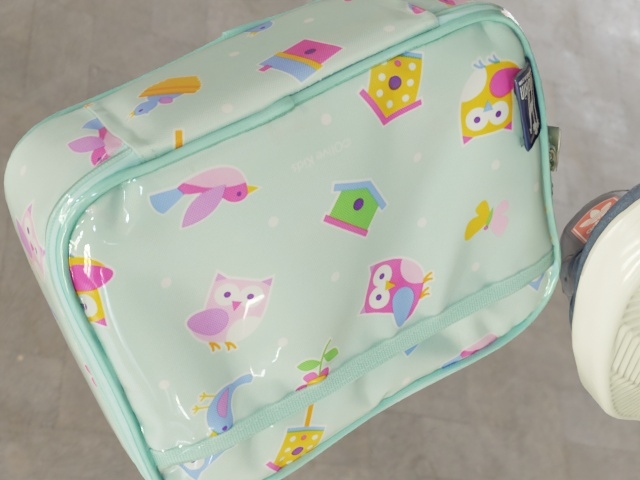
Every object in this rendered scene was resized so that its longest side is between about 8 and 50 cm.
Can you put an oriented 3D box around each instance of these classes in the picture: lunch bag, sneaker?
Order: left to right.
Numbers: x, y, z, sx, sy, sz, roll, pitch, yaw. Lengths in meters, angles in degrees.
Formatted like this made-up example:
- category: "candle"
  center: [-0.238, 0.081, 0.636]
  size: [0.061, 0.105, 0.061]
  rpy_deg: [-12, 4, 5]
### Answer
- category: "lunch bag"
  center: [0.000, 0.000, 0.581]
  size: [0.279, 0.108, 0.224]
  rpy_deg: [-26, 123, -16]
- category: "sneaker"
  center: [0.189, 0.019, 0.648]
  size: [0.148, 0.131, 0.350]
  rpy_deg: [60, 8, 29]
